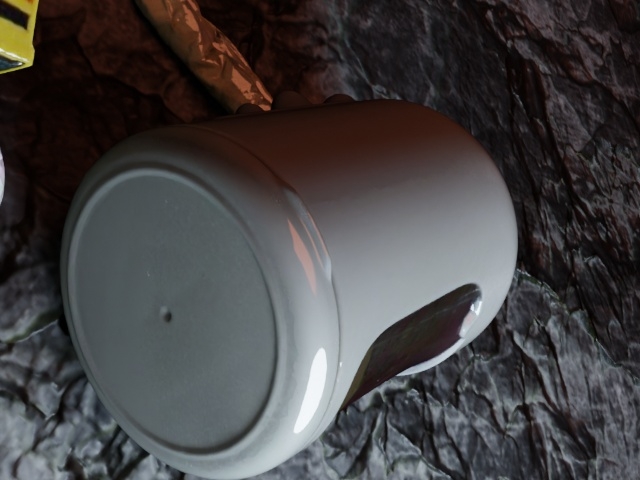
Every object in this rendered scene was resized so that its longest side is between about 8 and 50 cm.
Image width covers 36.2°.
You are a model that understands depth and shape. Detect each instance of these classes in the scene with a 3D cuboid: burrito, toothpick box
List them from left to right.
[{"bbox_3d":[-0.077,-0.135,0.774,0.185,0.041,0.045,49,54,-17],"label":"burrito"},{"bbox_3d":[0.000,0.000,0.673,0.316,0.229,0.229,-20,88,-51],"label":"toothpick box"}]

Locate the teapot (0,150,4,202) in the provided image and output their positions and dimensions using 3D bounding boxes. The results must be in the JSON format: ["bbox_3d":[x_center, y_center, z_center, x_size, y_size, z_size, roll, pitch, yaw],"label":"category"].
[{"bbox_3d":[-0.257,-0.004,0.427,0.222,0.178,0.163,29,55,-37],"label":"teapot"}]

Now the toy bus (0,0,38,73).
[{"bbox_3d":[-0.284,-0.158,0.409,0.336,0.121,0.123,20,74,-49],"label":"toy bus"}]
